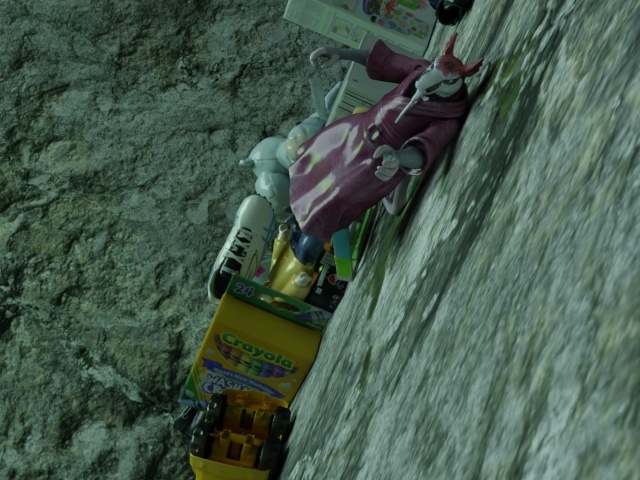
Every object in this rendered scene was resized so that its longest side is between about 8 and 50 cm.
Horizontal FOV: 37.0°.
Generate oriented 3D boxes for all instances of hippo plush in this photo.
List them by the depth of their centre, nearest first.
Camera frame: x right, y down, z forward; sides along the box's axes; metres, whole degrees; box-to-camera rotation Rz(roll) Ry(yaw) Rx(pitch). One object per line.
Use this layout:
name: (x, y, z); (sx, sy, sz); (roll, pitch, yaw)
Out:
hippo plush: (-0.066, -0.173, 2.052); (0.234, 0.236, 0.294); (-7, -99, -60)

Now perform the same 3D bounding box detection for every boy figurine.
boy figurine: (-0.061, 0.043, 1.819); (0.285, 0.092, 0.177); (-59, 32, 31)

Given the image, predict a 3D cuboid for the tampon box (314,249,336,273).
tampon box: (0.000, 0.000, 2.143); (0.161, 0.101, 0.120); (-70, 5, -47)

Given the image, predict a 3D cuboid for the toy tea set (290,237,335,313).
toy tea set: (-0.019, 0.112, 1.969); (0.200, 0.124, 0.336); (-6, -60, -60)

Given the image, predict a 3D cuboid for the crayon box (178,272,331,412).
crayon box: (-0.131, 0.230, 1.835); (0.083, 0.203, 0.323); (-72, 6, -50)

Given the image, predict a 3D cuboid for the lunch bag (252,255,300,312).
lunch bag: (-0.110, 0.135, 2.250); (0.224, 0.108, 0.279); (-19, -24, -33)

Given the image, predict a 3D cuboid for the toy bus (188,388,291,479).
toy bus: (-0.143, 0.395, 1.668); (0.220, 0.149, 0.211); (-70, -12, -64)

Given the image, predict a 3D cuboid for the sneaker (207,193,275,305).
sneaker: (-0.150, 0.024, 1.813); (0.086, 0.085, 0.237); (-66, -2, -69)

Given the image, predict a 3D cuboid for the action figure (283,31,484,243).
action figure: (0.109, -0.134, 1.313); (0.370, 0.276, 0.248); (-39, 52, 42)

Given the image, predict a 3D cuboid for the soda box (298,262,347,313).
soda box: (0.002, 0.113, 1.817); (0.169, 0.053, 0.060); (119, 173, -54)

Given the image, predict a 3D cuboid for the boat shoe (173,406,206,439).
boat shoe: (-0.208, 0.272, 2.043); (0.127, 0.113, 0.340); (88, -154, -75)

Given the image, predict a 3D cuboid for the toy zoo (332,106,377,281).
toy zoo: (0.056, -0.091, 1.643); (0.293, 0.030, 0.192); (82, -158, -50)

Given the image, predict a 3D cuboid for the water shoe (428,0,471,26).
water shoe: (0.230, -0.436, 1.767); (0.203, 0.073, 0.080); (-177, 107, -87)

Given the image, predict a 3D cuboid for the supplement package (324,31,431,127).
supplement package: (0.102, -0.258, 1.888); (0.194, 0.149, 0.203); (-71, 5, -47)

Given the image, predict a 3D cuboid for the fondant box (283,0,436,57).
fondant box: (0.107, -0.555, 2.225); (0.096, 0.330, 0.238); (115, 176, -52)
